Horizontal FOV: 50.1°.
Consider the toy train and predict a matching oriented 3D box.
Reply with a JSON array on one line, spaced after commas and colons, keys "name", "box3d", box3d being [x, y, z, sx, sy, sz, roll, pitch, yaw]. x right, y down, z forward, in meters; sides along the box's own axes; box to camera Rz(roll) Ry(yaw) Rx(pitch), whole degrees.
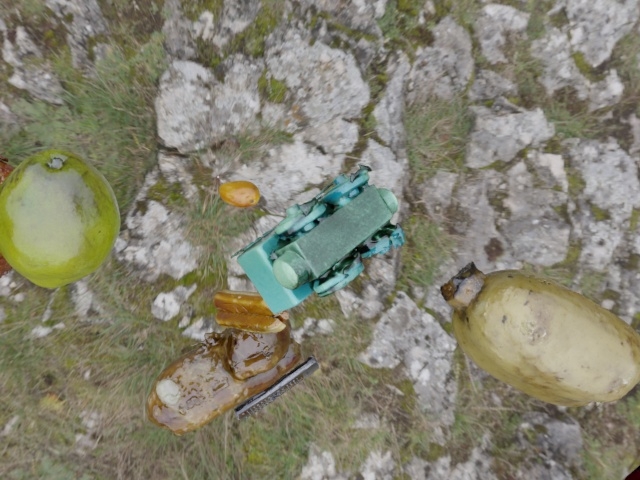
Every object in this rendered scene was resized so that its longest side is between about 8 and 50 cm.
[{"name": "toy train", "box3d": [0.000, 0.000, 0.857, 0.203, 0.163, 0.112, -35, 95, -37]}]

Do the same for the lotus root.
[{"name": "lotus root", "box3d": [0.281, 0.122, 0.883, 0.284, 0.146, 0.160, 32, 134, -6]}]

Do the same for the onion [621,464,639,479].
[{"name": "onion", "box3d": [0.248, 0.239, 0.396, 0.140, 0.195, 0.218, -38, 135, -29]}]

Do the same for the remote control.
[{"name": "remote control", "box3d": [-0.095, 0.323, 1.495, 0.212, 0.059, 0.028, -32, 65, -9]}]

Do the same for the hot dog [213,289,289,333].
[{"name": "hot dog", "box3d": [-0.157, 0.150, 1.469, 0.062, 0.235, 0.092, -15, 104, -44]}]

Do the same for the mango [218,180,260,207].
[{"name": "mango", "box3d": [-0.162, -0.093, 1.348, 0.089, 0.060, 0.046, 15, 138, 25]}]

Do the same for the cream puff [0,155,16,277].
[{"name": "cream puff", "box3d": [-0.742, -0.028, 1.379, 0.350, 0.350, 0.229, -13, 55, -7]}]

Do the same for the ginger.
[{"name": "ginger", "box3d": [-0.236, 0.302, 1.652, 0.418, 0.176, 0.254, -25, 143, -15]}]

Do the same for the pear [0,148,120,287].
[{"name": "pear", "box3d": [-0.456, -0.037, 1.185, 0.212, 0.212, 0.269, 11, 128, -9]}]
